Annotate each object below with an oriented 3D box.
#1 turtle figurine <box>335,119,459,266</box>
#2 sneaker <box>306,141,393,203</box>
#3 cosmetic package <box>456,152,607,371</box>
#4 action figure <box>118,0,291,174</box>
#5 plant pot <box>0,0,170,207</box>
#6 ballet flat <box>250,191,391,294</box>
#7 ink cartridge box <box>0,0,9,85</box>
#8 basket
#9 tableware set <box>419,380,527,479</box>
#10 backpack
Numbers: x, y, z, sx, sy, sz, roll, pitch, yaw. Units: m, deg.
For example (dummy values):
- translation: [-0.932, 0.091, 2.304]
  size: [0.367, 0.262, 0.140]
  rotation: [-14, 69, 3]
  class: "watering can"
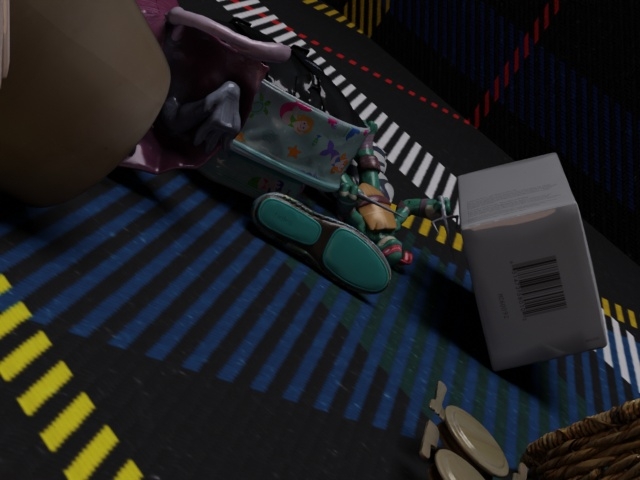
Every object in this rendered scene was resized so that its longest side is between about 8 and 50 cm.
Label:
- translation: [0.070, -0.050, 2.293]
  size: [0.175, 0.118, 0.234]
  rotation: [3, 49, -46]
  class: "turtle figurine"
- translation: [0.012, -0.121, 2.461]
  size: [0.153, 0.094, 0.235]
  rotation: [38, 20, -23]
  class: "sneaker"
- translation: [0.272, 0.019, 2.278]
  size: [0.365, 0.155, 0.197]
  rotation: [-75, 151, -79]
  class: "cosmetic package"
- translation: [-0.215, -0.234, 1.960]
  size: [0.248, 0.276, 0.370]
  rotation: [21, 31, -26]
  class: "action figure"
- translation: [-0.291, -0.186, 1.548]
  size: [0.280, 0.323, 0.323]
  rotation: [46, 5, -30]
  class: "plant pot"
- translation: [0.000, 0.000, 2.062]
  size: [0.188, 0.070, 0.070]
  rotation: [35, 12, -12]
  class: "ballet flat"
- translation: [-0.426, -0.210, 1.132]
  size: [0.395, 0.166, 0.285]
  rotation: [-6, 31, -24]
  class: "ink cartridge box"
- translation: [0.396, 0.238, 1.811]
  size: [0.299, 0.213, 0.223]
  rotation: [22, 18, -45]
  class: "basket"
- translation: [0.132, 0.217, 1.630]
  size: [0.128, 0.039, 0.194]
  rotation: [45, 17, -5]
  class: "tableware set"
- translation: [-0.065, -0.150, 2.151]
  size: [0.225, 0.191, 0.253]
  rotation: [25, 8, -27]
  class: "backpack"
